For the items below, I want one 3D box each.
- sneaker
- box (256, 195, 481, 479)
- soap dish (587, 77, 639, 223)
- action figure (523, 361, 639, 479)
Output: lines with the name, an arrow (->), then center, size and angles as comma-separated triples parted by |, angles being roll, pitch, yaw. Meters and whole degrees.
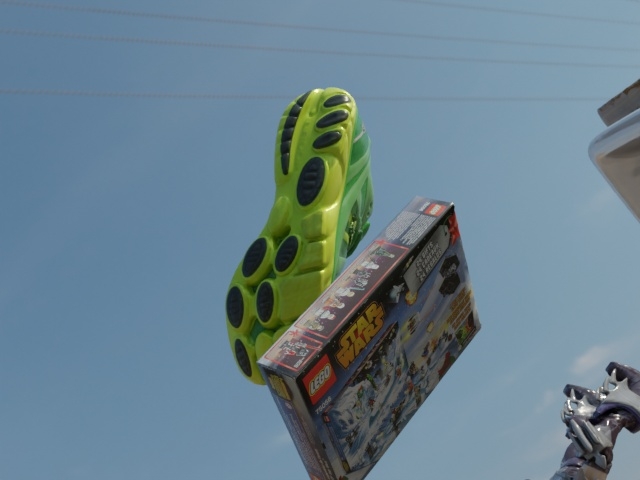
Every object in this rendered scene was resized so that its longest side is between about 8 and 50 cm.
sneaker -> 0.000, 0.000, 0.771 | 0.123, 0.110, 0.295 | 36, -116, -50
box -> 0.033, 0.053, 0.421 | 0.137, 0.027, 0.093 | -44, -48, -32
soap dish -> 0.282, 0.006, 0.384 | 0.118, 0.291, 0.229 | -40, -4, -2
action figure -> 0.303, 0.261, 0.941 | 0.285, 0.099, 0.185 | -40, -18, -46
